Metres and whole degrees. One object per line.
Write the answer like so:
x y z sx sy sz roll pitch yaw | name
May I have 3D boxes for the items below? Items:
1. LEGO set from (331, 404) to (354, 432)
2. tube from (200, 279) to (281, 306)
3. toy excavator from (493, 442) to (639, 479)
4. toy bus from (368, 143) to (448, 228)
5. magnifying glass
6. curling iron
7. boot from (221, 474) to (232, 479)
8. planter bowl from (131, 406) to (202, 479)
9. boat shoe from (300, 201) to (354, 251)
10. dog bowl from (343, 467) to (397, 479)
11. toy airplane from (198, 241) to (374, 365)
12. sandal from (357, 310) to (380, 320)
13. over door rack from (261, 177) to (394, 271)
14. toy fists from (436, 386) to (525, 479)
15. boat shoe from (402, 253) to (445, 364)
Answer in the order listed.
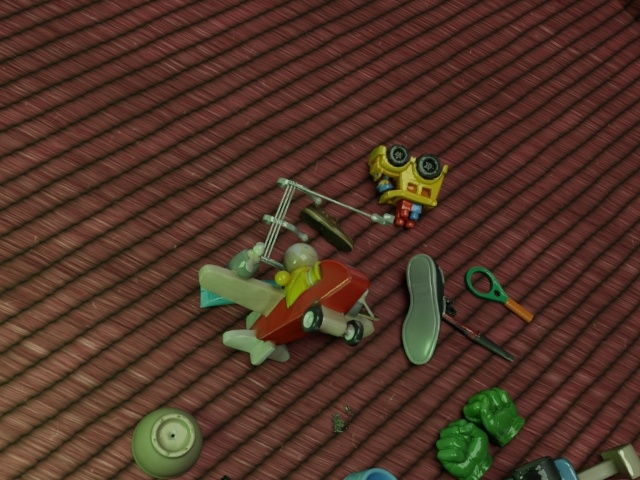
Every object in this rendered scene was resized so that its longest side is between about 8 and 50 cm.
0.052 0.452 1.898 0.083 0.023 0.054 -26 79 -41 | LEGO set
-0.204 0.131 1.943 0.207 0.052 0.080 0 61 -14 | tube
0.596 0.639 1.903 0.433 0.445 0.222 -28 75 14 | toy excavator
0.236 -0.150 2.190 0.220 0.149 0.211 17 77 -9 | toy bus
0.518 0.161 2.200 0.231 0.026 0.092 35 59 1 | magnifying glass
0.432 0.251 2.117 0.274 0.035 0.068 37 60 0 | curling iron
-0.213 0.604 1.715 0.121 0.045 0.099 40 57 10 | boot
-0.339 0.448 1.706 0.162 0.109 0.162 8 63 -15 | planter bowl
0.029 -0.041 2.095 0.178 0.064 0.060 40 61 5 | boat shoe
0.168 0.666 1.771 0.297 0.074 0.166 53 38 10 | dog bowl
-0.064 0.141 1.805 0.385 0.386 0.272 -1 64 7 | toy airplane
0.030 0.204 1.989 0.240 0.088 0.079 18 92 -3 | sandal
0.000 0.000 1.997 0.324 0.108 0.239 20 79 1 | over door rack
0.411 0.495 1.960 0.142 0.096 0.279 46 61 7 | toy fists
0.292 0.190 2.058 0.091 0.114 0.302 26 66 -52 | boat shoe
